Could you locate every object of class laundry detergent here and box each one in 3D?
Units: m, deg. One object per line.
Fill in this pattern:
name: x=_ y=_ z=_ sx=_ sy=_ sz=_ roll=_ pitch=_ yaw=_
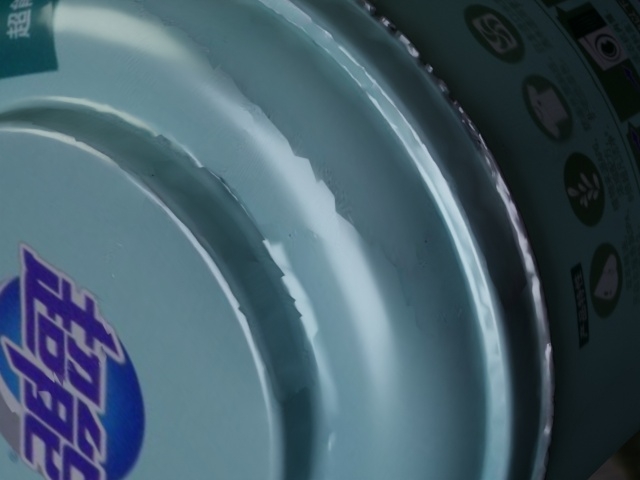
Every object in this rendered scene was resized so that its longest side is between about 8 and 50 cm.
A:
laundry detergent: x=0.000 y=0.000 z=0.661 sx=0.287 sy=0.305 sz=0.287 roll=14 pitch=115 yaw=32
